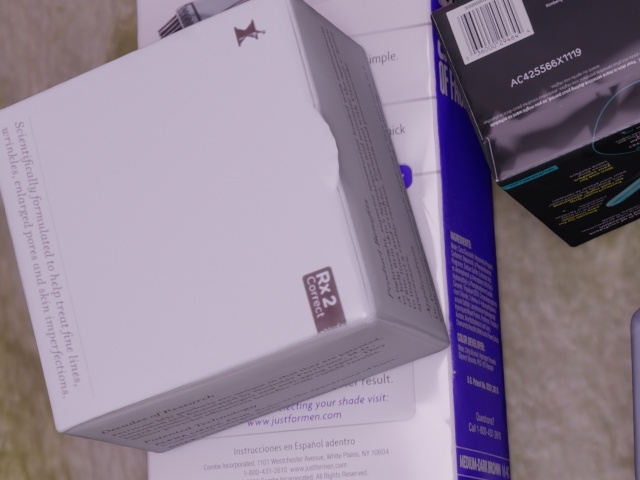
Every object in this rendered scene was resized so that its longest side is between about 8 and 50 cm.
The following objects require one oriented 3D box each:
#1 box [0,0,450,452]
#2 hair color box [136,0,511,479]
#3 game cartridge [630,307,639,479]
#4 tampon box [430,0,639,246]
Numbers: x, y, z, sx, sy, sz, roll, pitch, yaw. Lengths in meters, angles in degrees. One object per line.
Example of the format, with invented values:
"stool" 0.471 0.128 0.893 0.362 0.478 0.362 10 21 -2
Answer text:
"box" -0.053 -0.005 1.006 0.182 0.119 0.181 -21 72 17
"hair color box" 0.000 0.000 1.106 0.185 0.110 0.339 -7 78 22
"game cartridge" 0.286 0.119 0.922 0.297 0.062 0.198 9 121 33
"tampon box" 0.150 -0.078 1.030 0.120 0.161 0.101 -24 71 15
